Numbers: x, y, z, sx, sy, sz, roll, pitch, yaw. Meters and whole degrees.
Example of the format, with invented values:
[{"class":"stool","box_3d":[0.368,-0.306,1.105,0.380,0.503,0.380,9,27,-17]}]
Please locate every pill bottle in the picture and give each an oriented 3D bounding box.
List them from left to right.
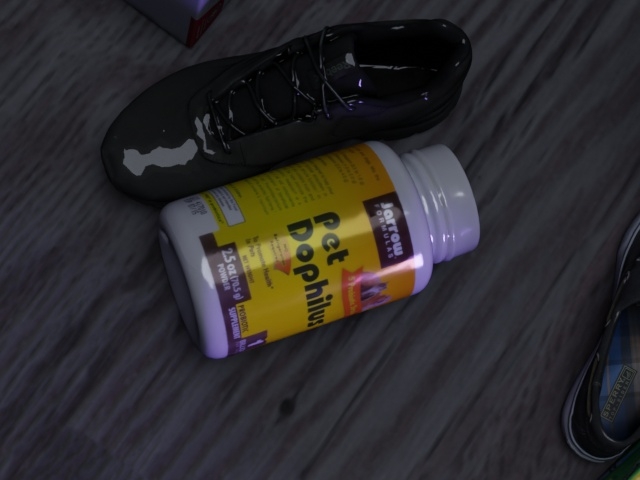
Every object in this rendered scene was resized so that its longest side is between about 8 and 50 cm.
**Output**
[{"class":"pill bottle","box_3d":[0.000,0.000,1.155,0.215,0.117,0.117,-18,83,-12]}]

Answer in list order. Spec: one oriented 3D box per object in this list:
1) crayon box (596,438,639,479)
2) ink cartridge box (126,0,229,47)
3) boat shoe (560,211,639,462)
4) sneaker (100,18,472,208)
[{"class":"crayon box","box_3d":[0.251,0.249,1.172,0.278,0.081,0.165,-41,88,-14]},{"class":"ink cartridge box","box_3d":[-0.067,-0.244,1.184,0.072,0.127,0.175,36,75,1]},{"class":"boat shoe","box_3d":[0.248,0.058,1.209,0.080,0.076,0.228,30,76,-3]},{"class":"sneaker","box_3d":[-0.022,-0.106,1.166,0.286,0.130,0.109,-21,86,-12]}]
